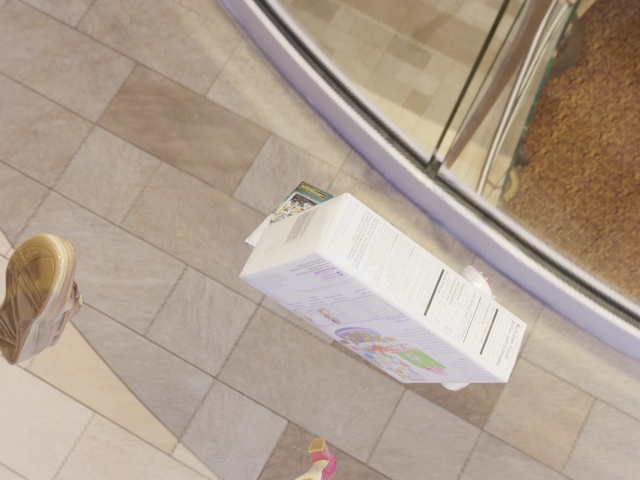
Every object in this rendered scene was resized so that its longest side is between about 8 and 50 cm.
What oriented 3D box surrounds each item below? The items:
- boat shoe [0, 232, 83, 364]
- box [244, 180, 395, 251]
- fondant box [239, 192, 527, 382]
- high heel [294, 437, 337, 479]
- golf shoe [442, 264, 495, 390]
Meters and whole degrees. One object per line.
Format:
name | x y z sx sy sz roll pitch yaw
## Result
boat shoe | -0.485 0.095 1.350 0.110 0.341 0.122 -17 67 -44
box | 0.000 0.000 1.318 0.233 0.044 0.159 29 69 41
fondant box | 0.082 0.083 1.067 0.330 0.238 0.096 36 65 -20
high heel | -0.012 0.587 1.804 0.082 0.244 0.117 -15 112 15
golf shoe | 0.244 0.185 1.491 0.140 0.306 0.115 -17 40 -21
